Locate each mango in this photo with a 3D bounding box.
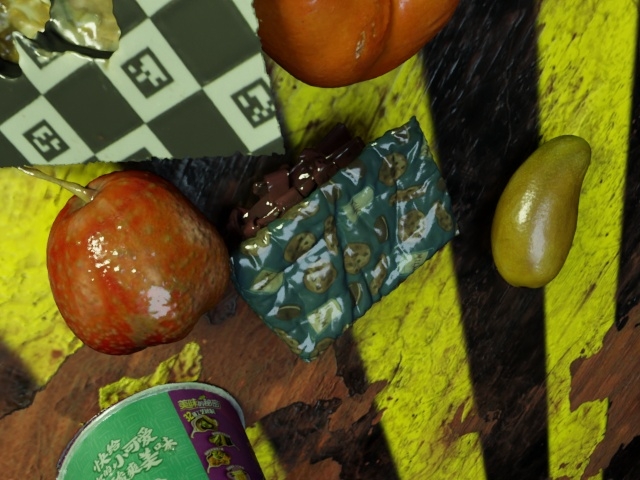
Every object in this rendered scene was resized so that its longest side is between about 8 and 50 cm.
[{"bbox_3d":[0.311,-0.041,0.939,0.136,0.099,0.227,8,106,-33],"label":"mango"}]

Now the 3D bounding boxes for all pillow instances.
[{"bbox_3d":[0.035,0.006,0.720,0.256,0.034,0.189,-38,132,-7],"label":"pillow"}]

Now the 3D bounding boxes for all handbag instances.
[{"bbox_3d":[-0.001,-0.001,0.765,0.203,0.074,0.216,-43,132,-4],"label":"handbag"}]

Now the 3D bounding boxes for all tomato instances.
[{"bbox_3d":[0.012,-0.256,0.529,0.260,0.180,0.259,-20,130,-26],"label":"tomato"}]

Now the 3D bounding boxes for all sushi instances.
[{"bbox_3d":[-0.178,-0.187,0.460,0.294,0.059,0.292,1,126,13],"label":"sushi"}]

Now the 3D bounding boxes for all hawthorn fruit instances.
[{"bbox_3d":[-0.179,-0.001,0.600,0.163,0.163,0.203,-29,120,-16],"label":"hawthorn fruit"}]

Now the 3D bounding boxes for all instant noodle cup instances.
[{"bbox_3d":[-0.166,0.323,0.785,0.251,0.190,0.251,-18,128,-24],"label":"instant noodle cup"}]
